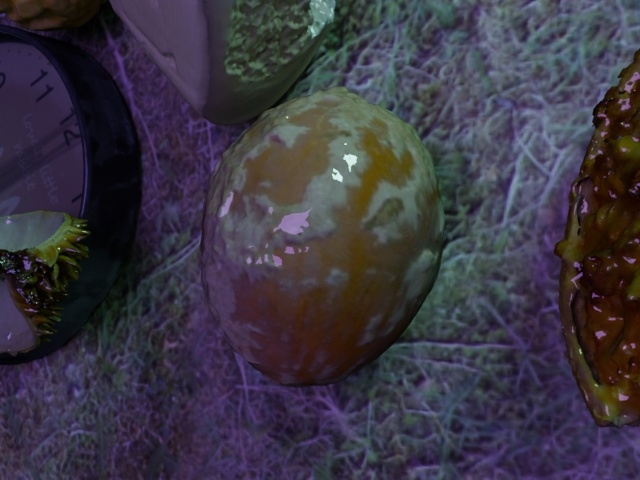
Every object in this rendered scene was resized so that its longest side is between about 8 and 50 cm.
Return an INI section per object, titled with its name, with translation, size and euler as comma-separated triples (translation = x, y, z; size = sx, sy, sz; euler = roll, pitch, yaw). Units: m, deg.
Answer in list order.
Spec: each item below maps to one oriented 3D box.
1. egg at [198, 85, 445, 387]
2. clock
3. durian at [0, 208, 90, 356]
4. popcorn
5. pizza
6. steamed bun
[egg]
translation = 0.000, 0.000, 0.595
size = 0.195, 0.195, 0.233
euler = 2, 87, 27
[clock]
translation = -0.374, -0.051, 0.851
size = 0.386, 0.076, 0.386
euler = -3, 84, 27
[durian]
translation = -0.314, 0.040, 0.694
size = 0.252, 0.139, 0.144
euler = 4, 91, 26
[popcorn]
translation = -0.283, -0.305, 0.795
size = 0.180, 0.180, 0.170
euler = 27, 111, 26
[pizza]
translation = 0.234, -0.021, 0.513
size = 0.161, 0.086, 0.305
euler = 4, 75, 55
[steamed bun]
translation = -0.094, -0.239, 0.676
size = 0.170, 0.200, 0.225
euler = -34, 66, -19
